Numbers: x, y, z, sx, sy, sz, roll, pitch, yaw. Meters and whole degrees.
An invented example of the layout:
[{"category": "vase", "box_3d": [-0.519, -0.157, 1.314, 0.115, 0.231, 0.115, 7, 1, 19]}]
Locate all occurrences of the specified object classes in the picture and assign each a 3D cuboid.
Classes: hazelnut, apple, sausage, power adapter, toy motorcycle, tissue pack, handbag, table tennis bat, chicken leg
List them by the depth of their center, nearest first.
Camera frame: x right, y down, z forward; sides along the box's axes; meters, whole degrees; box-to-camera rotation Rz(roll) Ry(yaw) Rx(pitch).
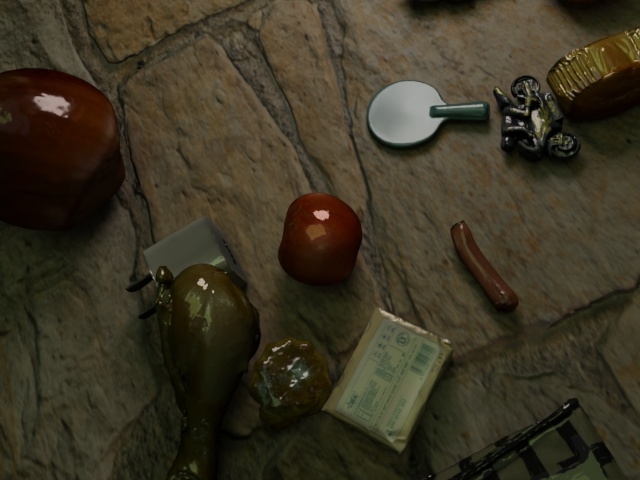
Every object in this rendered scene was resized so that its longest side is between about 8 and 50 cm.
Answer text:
[{"category": "handbag", "box_3d": [0.306, 0.439, 0.903, 0.326, 0.162, 0.325, -31, 64, 6]}, {"category": "tissue pack", "box_3d": [0.112, 0.229, 1.063, 0.148, 0.092, 0.196, 25, 76, 20]}, {"category": "chicken leg", "box_3d": [-0.196, 0.254, 1.069, 0.152, 0.201, 0.430, 5, 88, 32]}, {"category": "sausage", "box_3d": [0.278, 0.047, 1.118, 0.040, 0.047, 0.177, -24, 66, -14]}, {"category": "apple", "box_3d": [0.000, 0.000, 1.144, 0.138, 0.163, 0.164, 11, 72, -1]}, {"category": "toy motorcycle", "box_3d": [0.377, -0.211, 1.187, 0.124, 0.061, 0.194, -27, 68, 5]}, {"category": "power adapter", "box_3d": [-0.257, 0.066, 1.192, 0.204, 0.125, 0.130, -30, 67, 2]}, {"category": "hazelnut", "box_3d": [-0.556, -0.181, 1.237, 0.371, 0.372, 0.316, 2, 82, 14]}, {"category": "table tennis bat", "box_3d": [0.205, -0.246, 1.255, 0.237, 0.038, 0.149, 1, 68, 18]}]

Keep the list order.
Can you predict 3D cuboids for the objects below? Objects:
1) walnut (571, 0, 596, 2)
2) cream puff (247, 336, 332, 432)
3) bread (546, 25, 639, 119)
[{"category": "walnut", "box_3d": [0.527, -0.516, 1.252, 0.211, 0.087, 0.167, -5, 62, 9]}, {"category": "cream puff", "box_3d": [-0.053, 0.246, 1.092, 0.146, 0.116, 0.146, 5, 54, -7]}, {"category": "bread", "box_3d": [0.510, -0.288, 1.146, 0.190, 0.132, 0.114, -23, 68, 6]}]
